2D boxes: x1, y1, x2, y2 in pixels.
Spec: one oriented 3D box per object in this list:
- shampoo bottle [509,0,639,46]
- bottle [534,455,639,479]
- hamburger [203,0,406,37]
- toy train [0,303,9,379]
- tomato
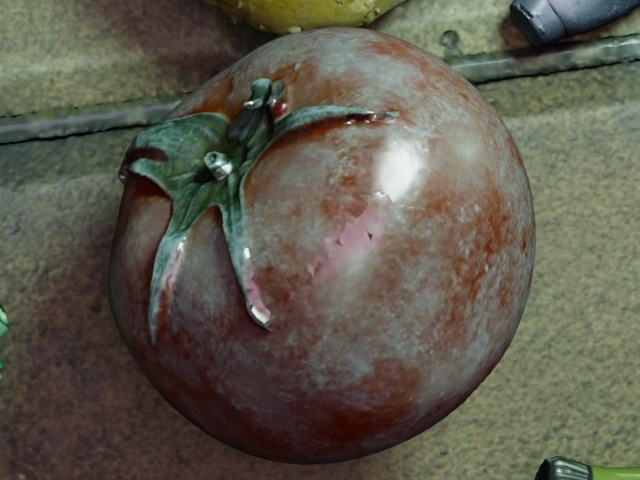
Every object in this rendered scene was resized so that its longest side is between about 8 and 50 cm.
[{"bbox_3d":[0.254,-0.241,1.588,0.233,0.049,0.087,-39,94,-6],"label":"shampoo bottle"},{"bbox_3d":[0.289,0.236,1.543,0.260,0.112,0.112,18,86,-5],"label":"bottle"},{"bbox_3d":[-0.046,-0.280,1.519,0.309,0.132,0.211,44,82,-4],"label":"hamburger"},{"bbox_3d":[-0.350,0.139,1.434,0.301,0.202,0.120,-42,88,-6],"label":"toy train"},{"bbox_3d":[0.000,0.000,1.423,0.317,0.316,0.282,-53,126,-6],"label":"tomato"}]
